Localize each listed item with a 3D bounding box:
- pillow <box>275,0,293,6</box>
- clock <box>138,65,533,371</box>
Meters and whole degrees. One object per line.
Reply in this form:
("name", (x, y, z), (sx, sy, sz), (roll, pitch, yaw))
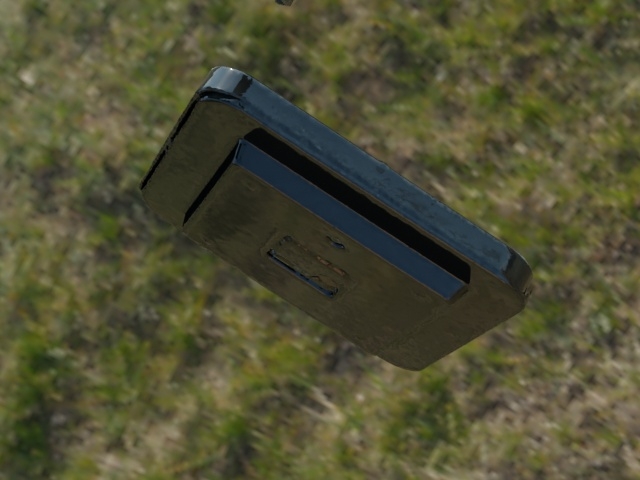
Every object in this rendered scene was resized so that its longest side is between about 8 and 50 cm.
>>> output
("pillow", (0.021, -0.304, 1.429), (0.255, 0.169, 0.059), (-49, 59, 1))
("clock", (0.000, 0.001, 1.333), (0.049, 0.279, 0.273), (-59, 5, -22))
